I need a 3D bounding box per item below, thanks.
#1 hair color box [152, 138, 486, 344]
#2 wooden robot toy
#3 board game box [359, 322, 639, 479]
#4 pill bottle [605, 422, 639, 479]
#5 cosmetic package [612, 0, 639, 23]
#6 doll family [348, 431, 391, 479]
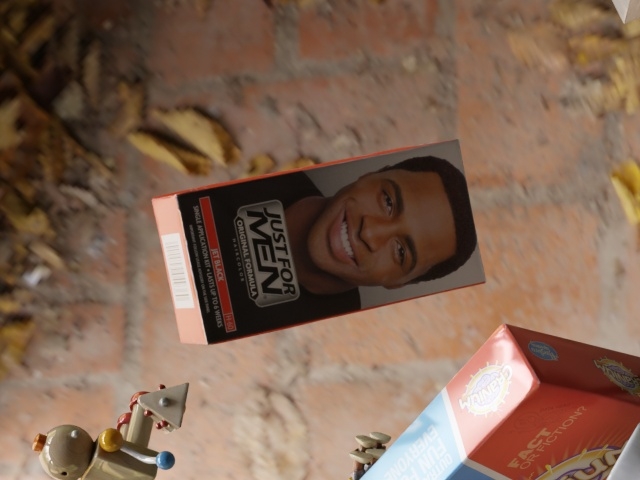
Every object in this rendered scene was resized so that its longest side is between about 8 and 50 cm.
[{"bbox_3d":[0.000,0.000,0.896,0.141,0.043,0.072,-13,93,-21],"label":"hair color box"},{"bbox_3d":[-0.148,0.137,1.243,0.079,0.173,0.076,18,45,-18],"label":"wooden robot toy"},{"bbox_3d":[0.191,0.194,1.602,0.242,0.316,0.064,-50,48,25],"label":"board game box"},{"bbox_3d":[0.310,0.232,1.438,0.221,0.121,0.121,30,83,10],"label":"pill bottle"},{"bbox_3d":[0.306,-0.269,1.422,0.238,0.107,0.127,-26,81,3],"label":"cosmetic package"},{"bbox_3d":[0.075,0.237,1.850,0.076,0.193,0.111,20,111,50],"label":"doll family"}]
